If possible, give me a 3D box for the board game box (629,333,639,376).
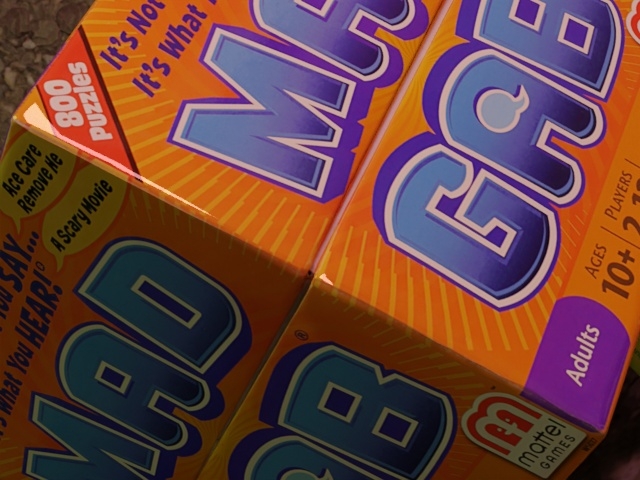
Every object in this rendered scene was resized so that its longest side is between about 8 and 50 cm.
[{"bbox_3d":[0.275,0.034,1.031,0.181,0.092,0.043,-35,23,28],"label":"board game box"}]

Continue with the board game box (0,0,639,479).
[{"bbox_3d":[0.000,0.000,1.109,0.356,0.356,0.356,-63,2,-41],"label":"board game box"}]
